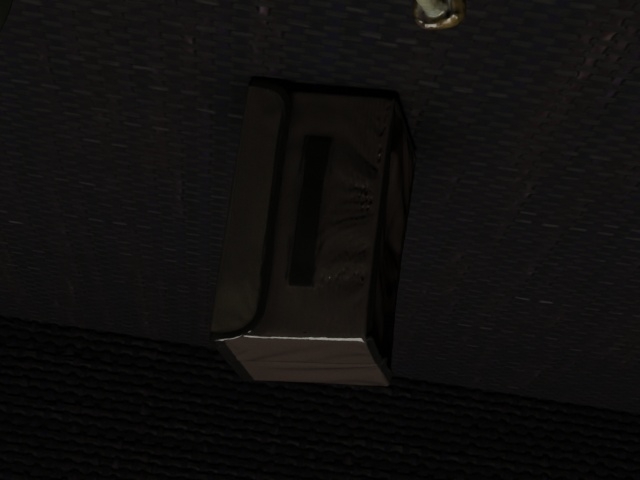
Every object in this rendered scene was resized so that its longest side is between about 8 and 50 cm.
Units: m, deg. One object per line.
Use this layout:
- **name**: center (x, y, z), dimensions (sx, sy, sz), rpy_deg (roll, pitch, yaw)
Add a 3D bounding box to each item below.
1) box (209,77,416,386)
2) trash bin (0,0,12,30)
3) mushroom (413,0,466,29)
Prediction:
- **box**: center (0.000, 0.000, 1.635), dimensions (0.153, 0.252, 0.188), rpy_deg (4, 163, 10)
- **trash bin**: center (-0.382, -0.217, 1.147), dimensions (0.214, 0.214, 0.333), rpy_deg (-7, 163, 44)
- **mushroom**: center (0.086, -0.221, 1.205), dimensions (0.068, 0.043, 0.306), rpy_deg (-9, 164, -4)
